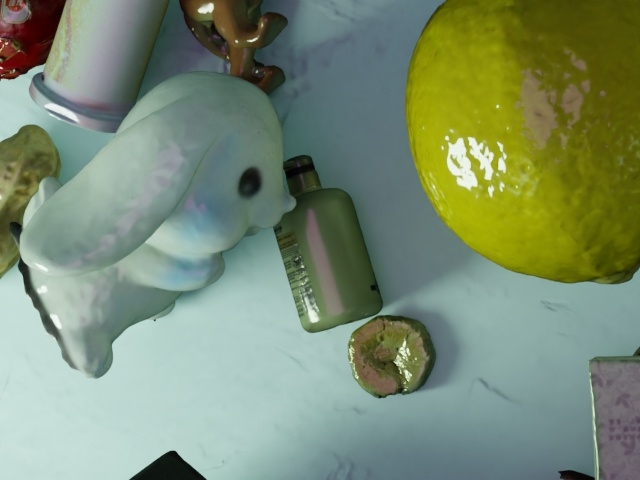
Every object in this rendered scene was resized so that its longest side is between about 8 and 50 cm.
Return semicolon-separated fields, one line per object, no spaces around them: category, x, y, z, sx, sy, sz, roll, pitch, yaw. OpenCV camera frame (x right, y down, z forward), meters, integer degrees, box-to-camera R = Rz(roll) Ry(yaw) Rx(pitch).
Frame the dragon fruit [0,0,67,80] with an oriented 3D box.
dragon fruit;-0.271;-0.229;1.749;0.190;0.094;0.094;-39;81;8

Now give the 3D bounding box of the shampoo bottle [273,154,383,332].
shampoo bottle;0.000;0.000;1.678;0.079;0.079;0.162;-17;86;15

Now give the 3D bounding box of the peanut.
peanut;-0.318;-0.025;1.762;0.083;0.093;0.194;28;104;-26

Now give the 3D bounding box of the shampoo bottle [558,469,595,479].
shampoo bottle;0.164;0.317;1.640;0.153;0.071;0.284;38;101;13

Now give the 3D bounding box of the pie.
pie;0.066;0.107;1.692;0.084;0.020;0.084;0;92;14

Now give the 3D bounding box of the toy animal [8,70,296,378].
toy animal;-0.153;-0.030;1.639;0.289;0.249;0.174;-44;95;0

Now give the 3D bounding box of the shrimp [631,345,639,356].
shrimp;0.347;0.162;1.604;0.148;0.035;0.195;-37;78;12

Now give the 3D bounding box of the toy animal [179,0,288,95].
toy animal;-0.051;-0.277;1.691;0.157;0.097;0.312;37;103;25

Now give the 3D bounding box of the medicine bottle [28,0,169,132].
medicine bottle;-0.153;-0.310;1.653;0.108;0.108;0.426;27;111;14

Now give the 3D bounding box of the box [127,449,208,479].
box;-0.116;0.405;1.614;0.345;0.204;0.251;40;122;11

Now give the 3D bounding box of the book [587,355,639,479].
book;0.368;0.284;1.554;0.264;0.031;0.379;-3;86;15

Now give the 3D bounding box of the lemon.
lemon;0.202;-0.107;1.521;0.293;0.293;0.293;0;91;16
